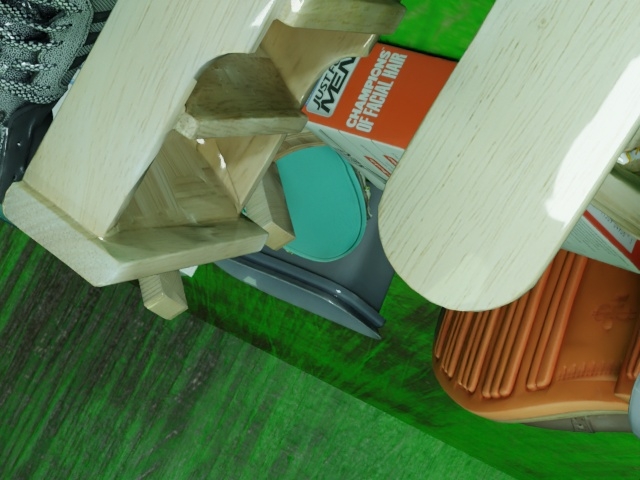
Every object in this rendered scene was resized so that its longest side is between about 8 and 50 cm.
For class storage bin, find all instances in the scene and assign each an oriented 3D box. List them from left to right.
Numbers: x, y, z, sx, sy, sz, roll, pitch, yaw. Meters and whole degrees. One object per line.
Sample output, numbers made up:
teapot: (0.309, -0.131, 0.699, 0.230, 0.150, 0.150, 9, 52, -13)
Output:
storage bin: (0.000, 0.000, 1.207, 0.135, 0.091, 0.098, 22, 170, 33)

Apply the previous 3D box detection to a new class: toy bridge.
toy bridge: (-0.032, -0.025, 0.983, 0.026, 0.188, 0.063, 35, -149, -46)

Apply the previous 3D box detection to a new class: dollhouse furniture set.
dollhouse furniture set: (0.059, -0.011, 0.501, 0.242, 0.161, 0.212, 36, -163, 16)

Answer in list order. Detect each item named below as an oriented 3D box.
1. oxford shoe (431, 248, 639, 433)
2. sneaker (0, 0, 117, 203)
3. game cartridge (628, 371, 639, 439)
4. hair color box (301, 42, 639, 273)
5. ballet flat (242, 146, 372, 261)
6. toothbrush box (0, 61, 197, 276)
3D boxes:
oxford shoe: (0.176, 0.058, 0.920, 0.132, 0.130, 0.363, 24, 173, -22)
sneaker: (-0.151, -0.099, 0.858, 0.101, 0.153, 0.268, 28, 171, -12)
game cartridge: (0.268, 0.094, 0.658, 0.294, 0.060, 0.196, 7, -157, -32)
hair color box: (0.079, -0.044, 0.836, 0.167, 0.053, 0.093, 18, 169, 38)
ballet flat: (-0.048, -0.071, 1.036, 0.241, 0.091, 0.077, 43, -167, -48)
toothbrush box: (-0.183, -0.075, 1.204, 0.216, 0.126, 0.295, 29, 170, -15)
